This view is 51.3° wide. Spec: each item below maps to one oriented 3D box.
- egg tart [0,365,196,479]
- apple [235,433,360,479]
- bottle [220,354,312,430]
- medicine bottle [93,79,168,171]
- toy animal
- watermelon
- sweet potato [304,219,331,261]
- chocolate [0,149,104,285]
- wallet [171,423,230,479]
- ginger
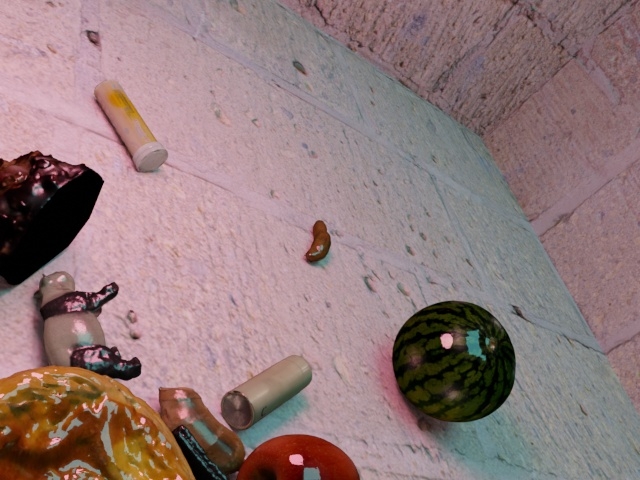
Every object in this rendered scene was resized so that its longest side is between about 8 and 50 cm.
[{"bbox_3d":[-0.304,0.320,0.799,0.352,0.150,0.352,33,31,-23],"label":"egg tart"},{"bbox_3d":[-0.033,0.390,1.033,0.168,0.181,0.181,40,26,-45],"label":"apple"},{"bbox_3d":[-0.093,0.273,1.216,0.072,0.072,0.201,53,30,11],"label":"bottle"},{"bbox_3d":[-0.416,-0.252,1.451,0.074,0.074,0.218,-7,57,-56],"label":"medicine bottle"},{"bbox_3d":[-0.368,0.132,1.020,0.121,0.094,0.225,0,53,-41],"label":"toy animal"},{"bbox_3d":[0.308,0.280,1.540,0.285,0.285,0.285,33,32,-24],"label":"watermelon"},{"bbox_3d":[0.001,0.001,1.702,0.053,0.054,0.182,46,25,-19],"label":"sweet potato"},{"bbox_3d":[-0.477,-0.071,1.024,0.177,0.206,0.224,34,35,-2],"label":"chocolate"},{"bbox_3d":[-0.148,0.379,0.964,0.244,0.124,0.025,49,49,2],"label":"wallet"},{"bbox_3d":[-0.191,0.304,1.052,0.190,0.069,0.095,44,21,-5],"label":"ginger"}]
